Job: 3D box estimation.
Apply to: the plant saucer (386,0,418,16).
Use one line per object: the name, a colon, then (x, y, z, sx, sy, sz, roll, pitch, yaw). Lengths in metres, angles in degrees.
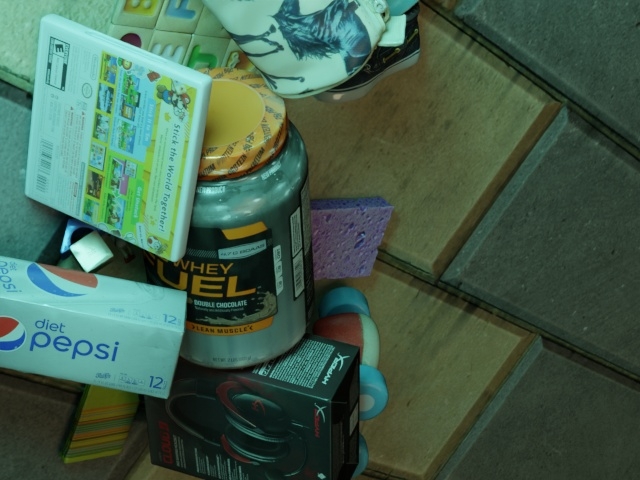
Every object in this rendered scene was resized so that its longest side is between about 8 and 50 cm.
plant saucer: (0.052, -0.394, 1.844, 0.318, 0.044, 0.317, -23, 131, -29)

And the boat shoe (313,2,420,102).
boat shoe: (0.056, -0.241, 1.969, 0.183, 0.065, 0.083, -34, 136, -37)

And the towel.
towel: (-0.268, 0.186, 2.059, 0.102, 0.021, 0.237, -4, 123, -48)

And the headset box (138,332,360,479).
headset box: (-0.102, 0.211, 2.027, 0.110, 0.293, 0.218, -58, 156, -46)

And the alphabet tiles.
alphabet tiles: (-0.098, -0.265, 1.848, 0.343, 0.011, 0.285, 0, 121, -43)

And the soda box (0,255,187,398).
soda box: (-0.299, 0.091, 1.779, 0.286, 0.091, 0.098, 11, 118, -8)

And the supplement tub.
supplement tub: (-0.113, -0.025, 1.867, 0.207, 0.207, 0.338, -28, 139, -24)

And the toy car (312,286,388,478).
toy car: (-0.048, 0.185, 2.163, 0.238, 0.219, 0.210, 8, 123, -12)

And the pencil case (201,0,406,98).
pencil case: (-0.075, -0.336, 1.632, 0.184, 0.160, 0.410, -18, 133, 22)

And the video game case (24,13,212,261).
video game case: (-0.224, -0.110, 1.713, 0.026, 0.206, 0.227, -41, 150, -53)

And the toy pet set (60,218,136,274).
toy pet set: (-0.289, 0.017, 1.884, 0.122, 0.065, 0.114, -34, 174, -13)

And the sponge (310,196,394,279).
sponge: (0.000, 0.000, 2.142, 0.210, 0.031, 0.117, -4, 124, -41)
